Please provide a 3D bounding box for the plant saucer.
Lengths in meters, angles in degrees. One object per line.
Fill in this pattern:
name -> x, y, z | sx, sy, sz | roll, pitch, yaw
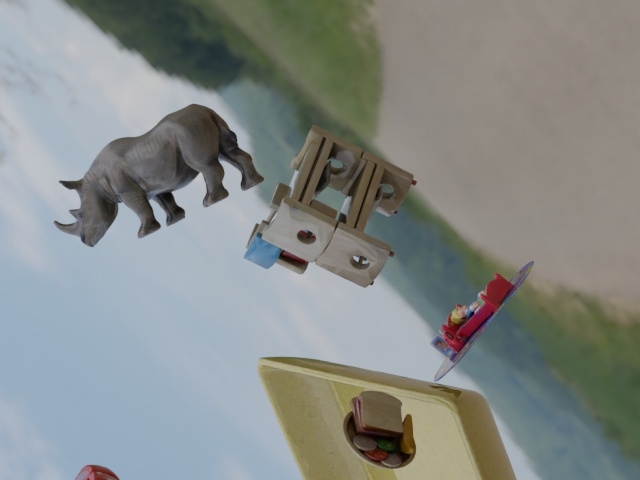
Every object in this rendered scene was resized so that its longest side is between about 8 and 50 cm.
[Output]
plant saucer -> 0.108, 0.266, 2.010 | 0.333, 0.081, 0.332 | 8, 125, 51

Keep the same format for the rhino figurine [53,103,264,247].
rhino figurine -> -0.183, -0.062, 1.953 | 0.106, 0.243, 0.073 | 66, -153, -1

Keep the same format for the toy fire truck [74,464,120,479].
toy fire truck -> -0.294, 0.326, 2.113 | 0.047, 0.192, 0.135 | 31, -174, -22

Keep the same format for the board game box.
board game box -> 0.164, 0.077, 2.015 | 0.033, 0.168, 0.133 | 39, 180, 0

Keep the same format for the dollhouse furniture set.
dollhouse furniture set -> 0.000, 0.000, 2.029 | 0.129, 0.183, 0.129 | 26, -135, -6

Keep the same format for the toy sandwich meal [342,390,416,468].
toy sandwich meal -> 0.060, 0.182, 1.799 | 0.086, 0.029, 0.085 | 17, -143, -14
